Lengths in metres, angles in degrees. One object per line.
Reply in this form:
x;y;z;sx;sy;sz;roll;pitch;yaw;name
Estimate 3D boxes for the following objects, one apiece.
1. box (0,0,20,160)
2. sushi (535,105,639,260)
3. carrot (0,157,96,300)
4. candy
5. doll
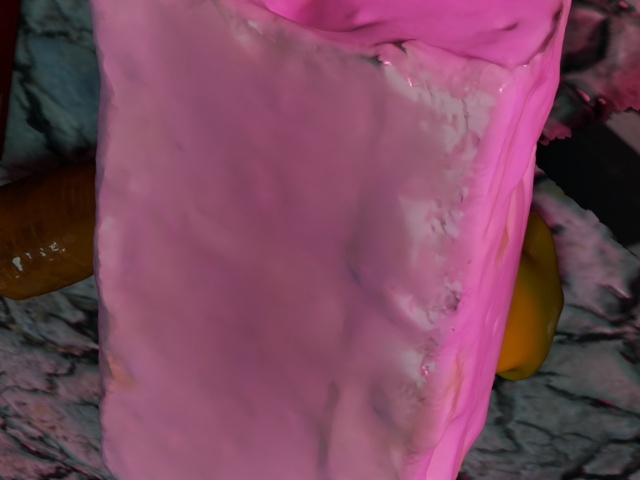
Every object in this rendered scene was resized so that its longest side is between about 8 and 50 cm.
-0.202;-0.099;0.620;0.123;0.050;0.229;23;145;-2;box
0.251;0.092;0.491;0.373;0.100;0.296;40;159;-12;sushi
-0.083;-0.026;0.670;0.257;0.061;0.061;-20;130;30;carrot
0.000;0.000;0.544;0.155;0.116;0.265;21;130;17;candy
0.058;0.031;0.664;0.113;0.071;0.135;24;150;8;doll
